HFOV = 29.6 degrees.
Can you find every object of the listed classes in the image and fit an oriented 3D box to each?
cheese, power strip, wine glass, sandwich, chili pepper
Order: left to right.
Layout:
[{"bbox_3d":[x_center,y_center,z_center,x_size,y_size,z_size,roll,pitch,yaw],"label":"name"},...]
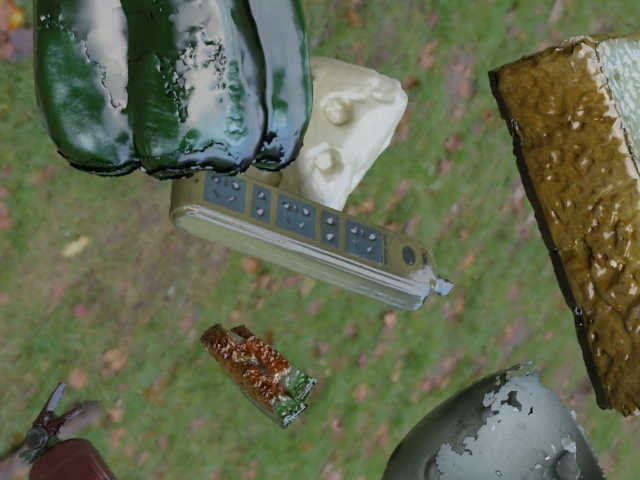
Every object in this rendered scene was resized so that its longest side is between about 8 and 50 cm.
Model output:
[{"bbox_3d":[-0.126,-0.183,1.095,0.248,0.233,0.256,-39,129,-66],"label":"chili pepper"},{"bbox_3d":[-0.085,0.169,1.657,0.079,0.159,0.235,-43,-173,-11],"label":"sandwich"},{"bbox_3d":[-0.039,-0.142,1.653,0.173,0.248,0.251,112,4,-60],"label":"cheese"},{"bbox_3d":[0.000,0.000,1.464,0.388,0.092,0.066,20,136,-23],"label":"power strip"},{"bbox_3d":[0.124,0.272,1.274,0.357,0.190,0.190,-31,159,20],"label":"wine glass"},{"bbox_3d":[0.260,-0.028,0.920,0.249,0.095,0.273,-21,93,-49],"label":"sandwich"}]

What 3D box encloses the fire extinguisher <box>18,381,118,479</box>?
[{"bbox_3d":[-0.302,0.347,1.663,0.147,0.337,0.106,-38,158,-6],"label":"fire extinguisher"}]
